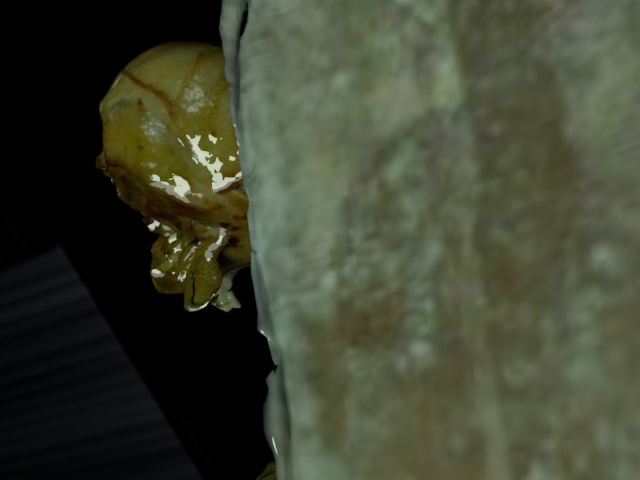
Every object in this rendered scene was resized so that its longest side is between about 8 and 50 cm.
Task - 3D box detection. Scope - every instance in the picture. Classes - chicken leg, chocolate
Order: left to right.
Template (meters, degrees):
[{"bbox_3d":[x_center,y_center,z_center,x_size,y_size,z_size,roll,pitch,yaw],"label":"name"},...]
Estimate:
[{"bbox_3d":[0.001,-0.003,0.559,0.208,0.085,0.101,27,93,2],"label":"chicken leg"},{"bbox_3d":[0.070,-0.008,0.447,0.185,0.100,0.303,-21,69,37],"label":"chocolate"}]

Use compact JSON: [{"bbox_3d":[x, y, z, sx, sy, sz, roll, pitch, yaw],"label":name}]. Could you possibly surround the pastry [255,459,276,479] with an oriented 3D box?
[{"bbox_3d":[0.038,0.181,0.639,0.229,0.100,0.218,4,124,19],"label":"pastry"}]
